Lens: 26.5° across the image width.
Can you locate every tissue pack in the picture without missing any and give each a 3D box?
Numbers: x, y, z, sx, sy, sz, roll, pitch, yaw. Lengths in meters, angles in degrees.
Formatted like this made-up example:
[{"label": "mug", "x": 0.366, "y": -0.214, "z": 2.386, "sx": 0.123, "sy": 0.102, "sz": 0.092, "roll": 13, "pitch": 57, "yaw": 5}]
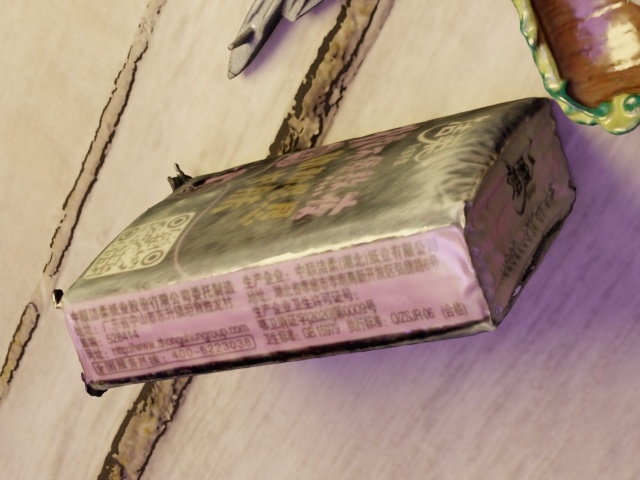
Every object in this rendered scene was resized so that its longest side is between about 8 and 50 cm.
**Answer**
[{"label": "tissue pack", "x": 0.000, "y": 0.000, "z": 1.074, "sx": 0.361, "sy": 0.259, "sz": 0.122, "roll": -11, "pitch": 111, "yaw": 27}]

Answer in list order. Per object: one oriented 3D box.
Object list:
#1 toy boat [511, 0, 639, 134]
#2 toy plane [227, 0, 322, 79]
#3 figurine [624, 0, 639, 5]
[{"label": "toy boat", "x": 0.173, "y": -0.220, "z": 0.991, "sx": 0.108, "sy": 0.099, "sz": 0.293, "roll": -19, "pitch": 111, "yaw": 30}, {"label": "toy plane", "x": -0.025, "y": -0.222, "z": 1.084, "sx": 0.212, "sy": 0.088, "sz": 0.267, "roll": 40, "pitch": 123, "yaw": 5}, {"label": "figurine", "x": 0.280, "y": -0.199, "z": 0.924, "sx": 0.130, "sy": 0.178, "sz": 0.109, "roll": 53, "pitch": 145, "yaw": 34}]
